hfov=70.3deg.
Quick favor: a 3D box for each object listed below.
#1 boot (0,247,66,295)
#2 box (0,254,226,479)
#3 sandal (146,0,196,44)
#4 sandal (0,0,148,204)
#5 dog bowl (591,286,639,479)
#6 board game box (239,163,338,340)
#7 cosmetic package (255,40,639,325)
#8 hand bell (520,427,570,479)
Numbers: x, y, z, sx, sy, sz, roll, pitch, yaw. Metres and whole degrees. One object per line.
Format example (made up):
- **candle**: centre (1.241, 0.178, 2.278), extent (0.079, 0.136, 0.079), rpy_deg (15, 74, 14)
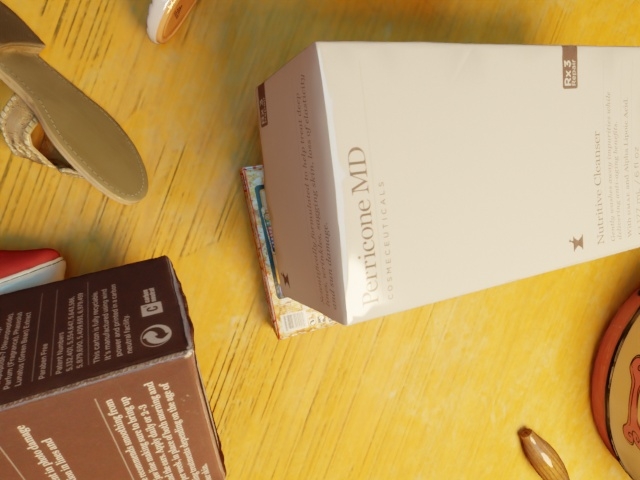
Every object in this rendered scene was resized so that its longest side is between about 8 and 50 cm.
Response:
- **boot**: centre (-0.373, -0.013, 0.408), extent (0.244, 0.088, 0.176), rpy_deg (-8, 96, -10)
- **box**: centre (-0.287, 0.165, 0.372), extent (0.381, 0.143, 0.191), rpy_deg (-15, 127, -19)
- **sandal**: centre (-0.075, -0.295, 0.450), extent (0.076, 0.102, 0.265), rpy_deg (31, 96, -17)
- **sandal**: centre (-0.269, -0.115, 0.440), extent (0.079, 0.088, 0.240), rpy_deg (-35, 97, 24)
- **dog bowl**: centre (0.574, 0.210, 0.637), extent (0.408, 0.150, 0.408), rpy_deg (-2, 96, -15)
- **board game box**: centre (0.000, 0.000, 0.521), extent (0.147, 0.045, 0.193), rpy_deg (-12, 99, -13)
- **cosmetic package**: centre (0.144, -0.071, 0.461), extent (0.385, 0.156, 0.217), rpy_deg (-13, 100, -25)
- **hand bell**: centre (0.358, 0.367, 0.637), extent (0.126, 0.126, 0.242), rpy_deg (-34, 90, -9)
